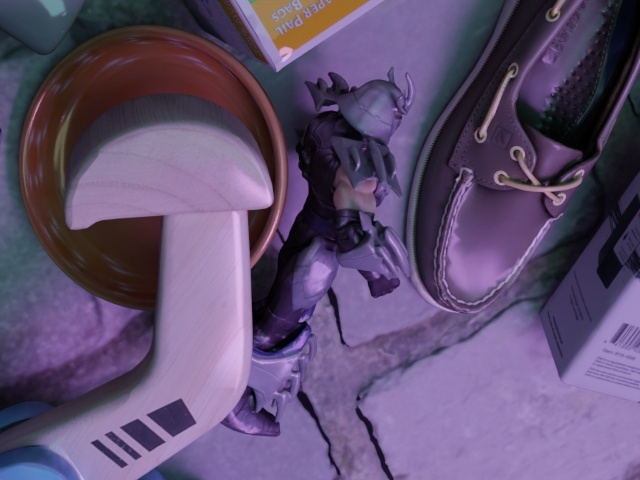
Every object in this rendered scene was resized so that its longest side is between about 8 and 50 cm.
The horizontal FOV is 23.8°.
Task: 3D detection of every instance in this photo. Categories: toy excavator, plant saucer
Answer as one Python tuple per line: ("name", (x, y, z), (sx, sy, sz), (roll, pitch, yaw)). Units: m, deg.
("toy excavator", (-0.165, 0.172, 1.031), (0.445, 0.222, 0.433), (-29, 110, 1))
("plant saucer", (-0.115, -0.051, 1.070), (0.199, 0.037, 0.200), (2, 97, 15))

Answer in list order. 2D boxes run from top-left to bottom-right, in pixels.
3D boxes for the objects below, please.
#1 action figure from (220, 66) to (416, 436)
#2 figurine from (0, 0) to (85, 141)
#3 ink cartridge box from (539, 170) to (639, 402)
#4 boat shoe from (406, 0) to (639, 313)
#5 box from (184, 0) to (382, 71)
("action figure", (0.000, 0.000, 1.094), (0.099, 0.185, 0.285), (21, 114, -12))
("figurine", (-0.285, -0.153, 1.009), (0.209, 0.092, 0.215), (30, 94, -18))
("ink cartridge box", (0.292, 0.030, 1.192), (0.153, 0.087, 0.208), (17, 125, -20))
("boat shoe", (0.163, -0.086, 1.155), (0.116, 0.097, 0.324), (22, 98, -21))
("box", (-0.036, -0.197, 1.005), (0.114, 0.203, 0.103), (-34, 112, -5))
